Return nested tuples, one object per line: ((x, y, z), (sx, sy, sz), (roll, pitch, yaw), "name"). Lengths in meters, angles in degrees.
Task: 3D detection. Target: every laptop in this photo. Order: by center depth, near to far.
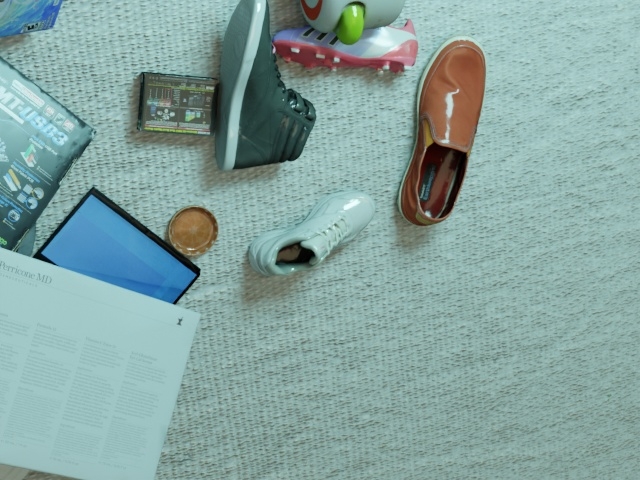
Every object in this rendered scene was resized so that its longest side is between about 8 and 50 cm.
((-0.343, 0.100, 1.802), (0.234, 0.264, 0.136), (39, 131, -21), "laptop")

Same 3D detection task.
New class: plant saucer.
((-0.208, -0.017, 1.887), (0.083, 0.013, 0.083), (-4, 105, -17), "plant saucer")

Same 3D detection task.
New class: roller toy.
((0.051, -0.422, 1.776), (0.146, 0.191, 0.209), (-9, 119, -16), "roller toy")

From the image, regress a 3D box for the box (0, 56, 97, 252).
((-0.523, -0.129, 1.673), (0.295, 0.073, 0.293), (39, 65, -24), "box")

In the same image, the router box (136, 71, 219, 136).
((-0.224, -0.214, 1.820), (0.122, 0.038, 0.092), (3, 101, -18), "router box")

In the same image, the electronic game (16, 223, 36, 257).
((-0.549, -0.019, 1.755), (0.229, 0.048, 0.229), (-2, 97, -13), "electronic game")

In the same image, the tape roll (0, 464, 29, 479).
((-0.550, 0.262, 1.759), (0.246, 0.169, 0.246), (-5, 105, -17), "tape roll")

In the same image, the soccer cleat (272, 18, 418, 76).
((0.040, -0.323, 1.867), (0.248, 0.083, 0.095), (4, 79, -17), "soccer cleat")

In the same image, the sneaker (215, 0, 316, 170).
((-0.076, -0.247, 1.816), (0.147, 0.104, 0.296), (-1, 119, -21), "sneaker")

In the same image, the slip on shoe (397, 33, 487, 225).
((0.214, -0.179, 1.939), (0.123, 0.101, 0.331), (12, 98, -19), "slip on shoe")

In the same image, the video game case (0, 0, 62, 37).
((-0.451, -0.366, 1.549), (0.244, 0.269, 0.061), (-17, 70, -33), "video game case")

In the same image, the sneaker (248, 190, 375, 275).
((0.000, 0.000, 1.903), (0.232, 0.115, 0.090), (-32, 111, -8), "sneaker")

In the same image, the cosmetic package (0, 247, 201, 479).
((-0.379, 0.188, 1.674), (0.377, 0.097, 0.284), (23, 80, -39), "cosmetic package")
